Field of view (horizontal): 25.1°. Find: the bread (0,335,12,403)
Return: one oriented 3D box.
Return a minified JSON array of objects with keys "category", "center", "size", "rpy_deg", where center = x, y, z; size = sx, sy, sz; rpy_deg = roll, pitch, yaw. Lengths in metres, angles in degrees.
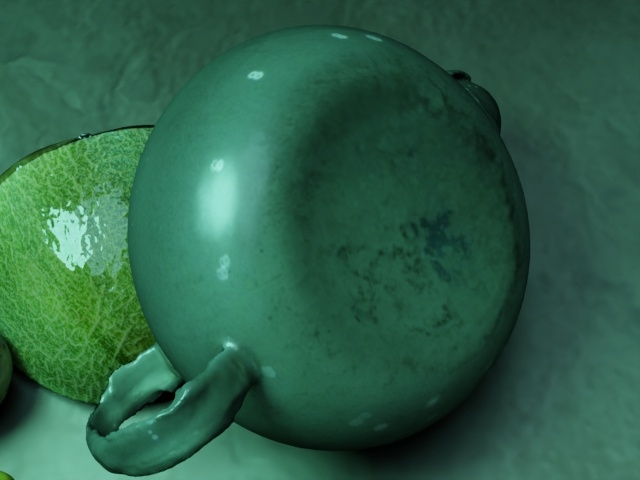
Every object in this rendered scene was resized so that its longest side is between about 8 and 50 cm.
[{"category":"bread","center":[-0.257,0.071,0.710],"size":[0.214,0.053,0.073],"rpy_deg":[-2,66,1]}]

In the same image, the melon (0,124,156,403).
[{"category":"melon","center":[-0.100,0.010,0.711],"size":[0.160,0.079,0.128],"rpy_deg":[-23,61,-7]}]

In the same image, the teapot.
[{"category":"teapot","center":[0.000,0.000,0.660],"size":[0.294,0.129,0.193],"rpy_deg":[-46,108,-30]}]

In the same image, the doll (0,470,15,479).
[{"category":"doll","center":[-0.188,0.177,0.642],"size":[0.106,0.062,0.162],"rpy_deg":[8,63,15]}]
